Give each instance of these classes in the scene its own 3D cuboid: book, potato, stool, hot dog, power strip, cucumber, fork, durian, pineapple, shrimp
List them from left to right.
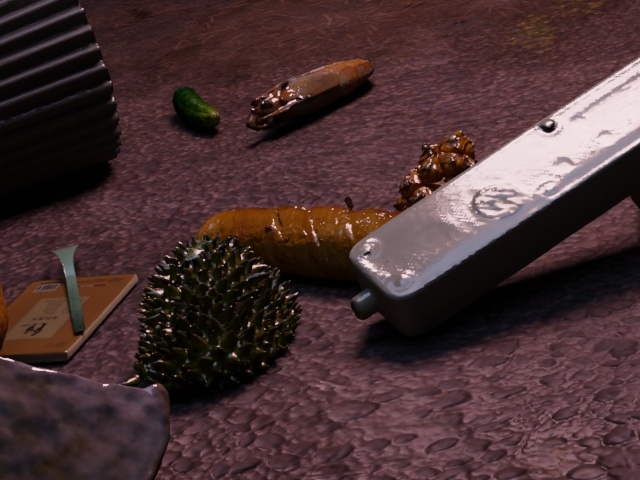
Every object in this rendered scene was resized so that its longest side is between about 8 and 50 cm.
[{"bbox_3d":[-0.444,-0.168,1.921,0.330,0.297,0.297,-26,24,-19],"label":"stool"},{"bbox_3d":[-0.264,0.188,1.155,0.264,0.211,0.189,14,-29,-21],"label":"potato"},{"bbox_3d":[-0.257,0.074,1.546,0.118,0.012,0.172,-5,22,20],"label":"book"},{"bbox_3d":[-0.241,0.036,1.589,0.039,0.021,0.235,-18,21,-6],"label":"fork"},{"bbox_3d":[-0.161,-0.167,2.078,0.039,0.039,0.168,-19,24,-16],"label":"cucumber"},{"bbox_3d":[-0.093,0.052,1.402,0.137,0.095,0.221,-6,28,17],"label":"durian"},{"bbox_3d":[-0.032,-0.180,2.038,0.143,0.052,0.251,-9,11,38],"label":"shrimp"},{"bbox_3d":[0.000,0.004,1.522,0.286,0.061,0.088,-1,35,32],"label":"hot dog"},{"bbox_3d":[0.135,-0.038,1.567,0.114,0.077,0.114,-50,40,-3],"label":"pineapple"},{"bbox_3d":[0.184,-0.040,1.404,0.385,0.062,0.091,-33,45,-14],"label":"power strip"}]

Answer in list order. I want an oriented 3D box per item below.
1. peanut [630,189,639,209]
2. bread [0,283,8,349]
[{"bbox_3d":[0.328,-0.082,1.522,0.099,0.099,0.214,-8,15,11],"label":"peanut"},{"bbox_3d":[-0.425,0.063,1.443,0.312,0.172,0.312,-19,18,6],"label":"bread"}]
